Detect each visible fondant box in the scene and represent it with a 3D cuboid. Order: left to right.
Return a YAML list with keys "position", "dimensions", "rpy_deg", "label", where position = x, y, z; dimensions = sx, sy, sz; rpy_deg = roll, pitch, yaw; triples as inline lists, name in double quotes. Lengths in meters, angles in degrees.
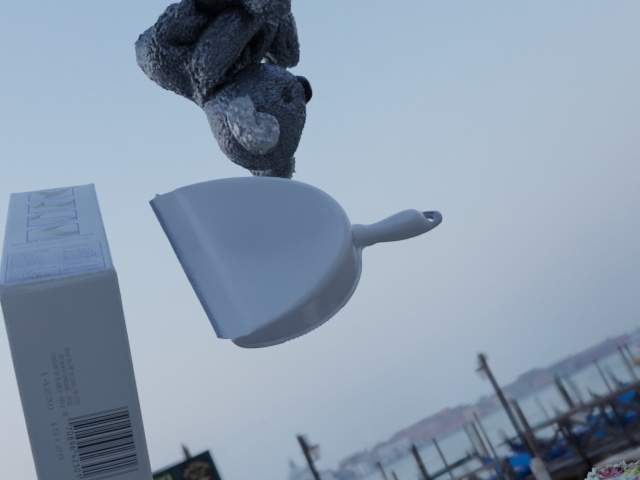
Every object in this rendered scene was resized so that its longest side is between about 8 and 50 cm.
- position: [-0.233, 0.096, 0.906]
  dimensions: [0.096, 0.239, 0.330]
  rpy_deg: [-10, 18, -14]
  label: "fondant box"

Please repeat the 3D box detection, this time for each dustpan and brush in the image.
- position: [0.000, 0.000, 0.691]
  dimensions: [0.211, 0.147, 0.060]
  rpy_deg: [-20, -37, -17]
  label: "dustpan and brush"

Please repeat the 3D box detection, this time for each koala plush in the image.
- position: [-0.092, -0.175, 1.117]
  dimensions: [0.203, 0.221, 0.196]
  rpy_deg: [-23, -11, -3]
  label: "koala plush"

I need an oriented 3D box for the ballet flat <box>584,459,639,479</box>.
- position: [0.231, 0.169, 0.564]
  dimensions: [0.077, 0.091, 0.241]
  rpy_deg: [-27, -24, 36]
  label: "ballet flat"
